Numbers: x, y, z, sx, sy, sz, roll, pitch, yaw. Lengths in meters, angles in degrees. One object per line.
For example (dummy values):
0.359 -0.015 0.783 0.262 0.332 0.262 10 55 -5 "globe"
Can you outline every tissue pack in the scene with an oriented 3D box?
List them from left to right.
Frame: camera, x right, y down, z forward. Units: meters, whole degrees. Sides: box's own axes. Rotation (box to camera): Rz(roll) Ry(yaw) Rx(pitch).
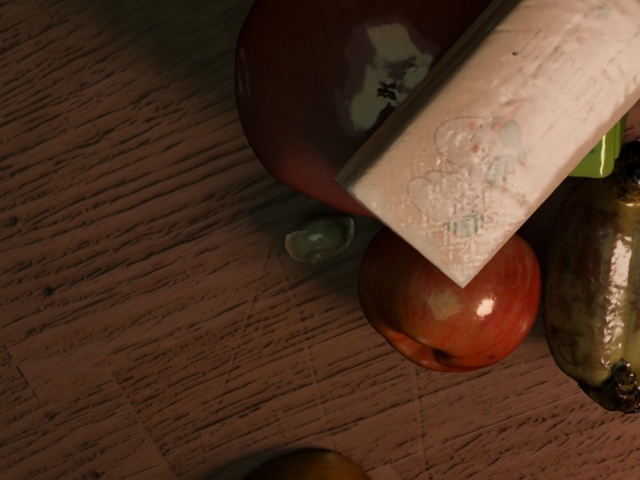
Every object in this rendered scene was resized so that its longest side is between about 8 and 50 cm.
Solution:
0.181 -0.124 1.645 0.170 0.071 0.325 38 100 -24 "tissue pack"

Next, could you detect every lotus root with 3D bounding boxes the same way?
0.336 0.032 1.905 0.173 0.173 0.309 8 115 11 "lotus root"

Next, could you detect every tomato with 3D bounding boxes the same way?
0.069 -0.171 1.804 0.341 0.273 0.341 1 118 1 "tomato"

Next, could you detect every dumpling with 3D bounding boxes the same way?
0.001 0.001 2.026 0.052 0.076 0.057 -3 111 41 "dumpling"

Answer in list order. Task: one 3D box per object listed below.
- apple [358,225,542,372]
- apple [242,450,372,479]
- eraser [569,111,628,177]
0.139 0.056 1.936 0.209 0.209 0.164 21 76 4 "apple"
-0.030 0.434 2.191 0.179 0.254 0.346 2 125 -34 "apple"
0.272 -0.229 1.773 0.092 0.210 0.274 4 116 13 "eraser"
